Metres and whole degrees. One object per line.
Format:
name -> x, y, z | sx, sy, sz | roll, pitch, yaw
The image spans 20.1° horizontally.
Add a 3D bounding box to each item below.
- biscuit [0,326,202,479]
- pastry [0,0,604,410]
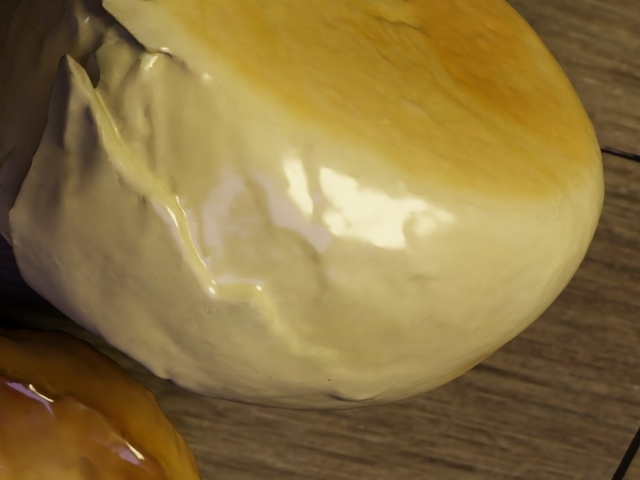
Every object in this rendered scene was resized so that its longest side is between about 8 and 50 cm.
biscuit -> -0.197, 0.156, 0.874 | 0.296, 0.102, 0.296 | -2, 118, -5
pastry -> -0.015, -0.046, 0.709 | 0.265, 0.265, 0.133 | 23, 128, -21
